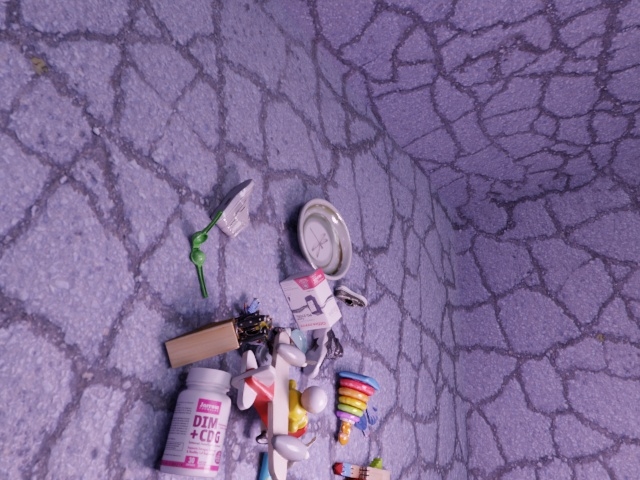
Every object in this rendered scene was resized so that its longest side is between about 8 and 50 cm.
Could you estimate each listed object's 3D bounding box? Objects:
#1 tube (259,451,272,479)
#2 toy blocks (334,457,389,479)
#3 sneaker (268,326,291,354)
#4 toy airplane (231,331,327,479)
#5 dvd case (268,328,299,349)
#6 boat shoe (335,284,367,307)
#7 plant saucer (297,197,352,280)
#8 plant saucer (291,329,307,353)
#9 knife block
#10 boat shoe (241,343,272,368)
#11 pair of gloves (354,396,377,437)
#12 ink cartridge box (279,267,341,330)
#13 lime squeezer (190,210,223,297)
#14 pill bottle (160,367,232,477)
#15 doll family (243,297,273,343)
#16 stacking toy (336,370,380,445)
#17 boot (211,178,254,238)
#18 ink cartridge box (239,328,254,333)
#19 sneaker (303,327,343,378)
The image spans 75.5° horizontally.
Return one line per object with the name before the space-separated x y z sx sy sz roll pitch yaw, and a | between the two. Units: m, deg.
tube | -0.190 0.849 1.429 0.080 0.052 0.207 25 62 -33
toy blocks | 0.160 1.097 1.712 0.261 0.191 0.381 29 53 -30
sneaker | -0.170 0.422 1.619 0.077 0.072 0.178 20 56 -28
toy airplane | -0.118 0.512 1.348 0.384 0.273 0.385 31 51 -82
dvd case | -0.132 0.404 1.561 0.119 0.087 0.013 49 22 11
boat shoe | 0.153 0.301 2.085 0.219 0.078 0.070 32 51 -32
plant saucer | 0.000 0.000 1.974 0.401 0.101 0.400 26 57 -47
plant saucer | -0.102 0.433 1.729 0.119 0.021 0.119 26 56 -46
knife block | -0.309 0.307 1.312 0.276 0.242 0.088 -14 87 -54
boat shoe | -0.229 0.437 1.527 0.183 0.083 0.065 79 30 -43
pair of gloves | 0.219 0.846 1.996 0.198 0.023 0.159 -29 98 -55
ink cartridge box | -0.041 0.253 1.754 0.100 0.172 0.237 -34 104 -53
lime squeezer | -0.400 0.037 1.430 0.059 0.110 0.310 -18 122 -71
pill bottle | -0.357 0.535 1.226 0.160 0.160 0.282 35 50 -41
doll family | -0.241 0.308 1.555 0.193 0.076 0.111 54 44 -17
stacking toy | 0.135 0.748 1.834 0.175 0.166 0.301 49 52 -47
boot | -0.317 -0.123 1.620 0.123 0.095 0.258 58 46 -30
ink cartridge box | -0.262 0.331 1.473 0.029 0.115 0.062 -23 95 -54
sneaker | 0.023 0.501 1.799 0.153 0.101 0.268 49 39 -26
